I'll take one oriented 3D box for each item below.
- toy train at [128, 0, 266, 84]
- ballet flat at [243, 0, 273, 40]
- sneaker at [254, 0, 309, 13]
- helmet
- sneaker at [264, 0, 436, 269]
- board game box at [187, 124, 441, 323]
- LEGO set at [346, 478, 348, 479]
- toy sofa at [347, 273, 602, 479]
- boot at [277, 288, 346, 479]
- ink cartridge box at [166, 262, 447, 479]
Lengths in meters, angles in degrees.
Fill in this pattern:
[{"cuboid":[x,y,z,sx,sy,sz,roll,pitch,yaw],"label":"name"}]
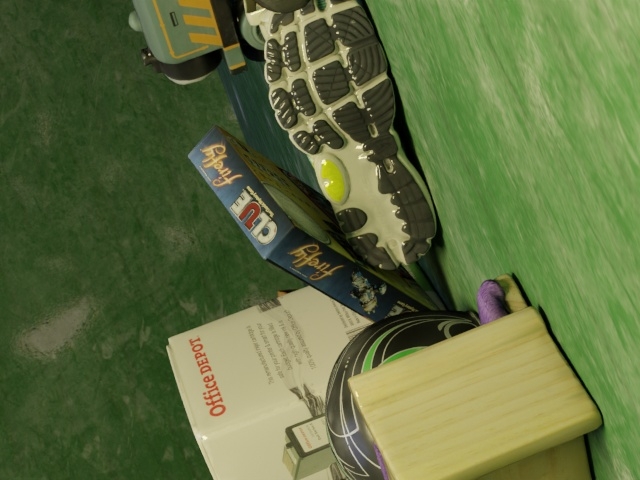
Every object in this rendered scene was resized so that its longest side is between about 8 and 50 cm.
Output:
[{"cuboid":[-0.133,-0.308,1.896,0.334,0.190,0.142,74,174,-49],"label":"toy train"},{"cuboid":[-0.029,-0.221,1.741,0.248,0.086,0.086,-119,9,-60],"label":"ballet flat"},{"cuboid":[-0.048,-0.313,1.537,0.130,0.109,0.286,63,-167,-66],"label":"sneaker"},{"cuboid":[0.082,0.148,1.563,0.169,0.161,0.169,159,90,-86],"label":"helmet"},{"cuboid":[0.021,-0.105,1.586,0.110,0.107,0.275,-98,-11,-68],"label":"sneaker"},{"cuboid":[0.000,0.000,1.648,0.243,0.042,0.165,32,-166,-45],"label":"board game box"},{"cuboid":[0.085,0.214,2.103,0.093,0.087,0.227,63,153,27],"label":"LEGO set"},{"cuboid":[0.131,0.213,1.351,0.177,0.150,0.363,-117,8,-48],"label":"toy sofa"},{"cuboid":[0.054,0.188,2.238,0.096,0.264,0.281,6,95,62],"label":"boot"},{"cuboid":[0.002,0.140,1.787,0.198,0.272,0.115,-118,8,-61],"label":"ink cartridge box"}]
